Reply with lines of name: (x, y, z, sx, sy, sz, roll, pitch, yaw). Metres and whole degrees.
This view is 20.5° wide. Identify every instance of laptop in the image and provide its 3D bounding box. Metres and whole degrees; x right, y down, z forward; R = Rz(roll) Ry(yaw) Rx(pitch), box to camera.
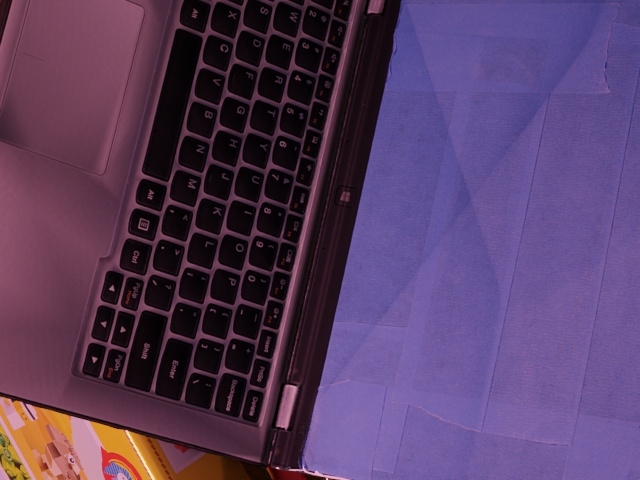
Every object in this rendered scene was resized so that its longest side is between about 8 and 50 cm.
laptop: (0.016, -0.053, 1.098, 0.408, 0.382, 0.236, 20, 165, -30)

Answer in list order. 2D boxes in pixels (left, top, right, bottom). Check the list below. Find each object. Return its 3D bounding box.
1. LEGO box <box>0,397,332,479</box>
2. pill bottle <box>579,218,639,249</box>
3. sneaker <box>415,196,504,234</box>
LEGO box: (-0.135, 0.175, 1.340, 0.372, 0.193, 0.500, -25, 95, 53)
pill bottle: (0.252, 0.065, 1.250, 0.152, 0.152, 0.272, 1, 125, 30)
sneaker: (0.113, 0.080, 1.313, 0.147, 0.129, 0.330, -12, 133, 13)
